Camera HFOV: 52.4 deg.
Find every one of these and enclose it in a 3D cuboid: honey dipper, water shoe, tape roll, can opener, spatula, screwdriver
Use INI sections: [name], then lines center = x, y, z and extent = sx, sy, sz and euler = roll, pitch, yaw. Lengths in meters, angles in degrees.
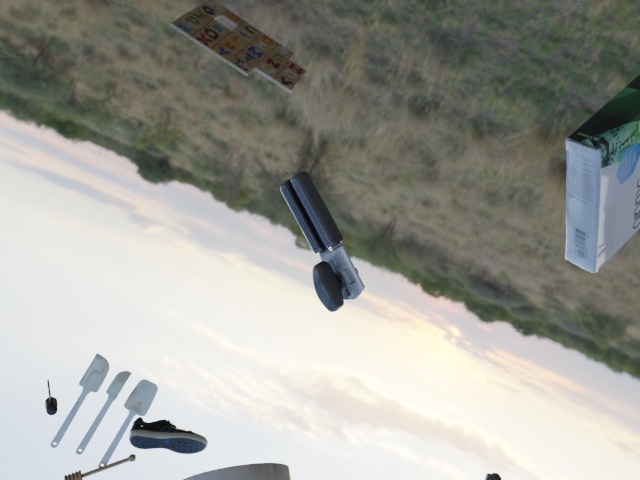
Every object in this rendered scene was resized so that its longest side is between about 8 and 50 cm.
[honey dipper]
center = -0.507, 0.527, 1.501
extent = 0.160, 0.031, 0.030
euler = -18, -167, -14
[water shoe]
center = -0.392, 0.500, 1.695
extent = 0.203, 0.073, 0.080
euler = 11, -145, -14
[tape roll]
center = -0.167, 0.561, 1.301
extent = 0.246, 0.246, 0.169
euler = 22, -134, -45
[can opener]
center = 0.000, 0.000, 1.285
extent = 0.074, 0.280, 0.093
euler = -26, 177, 43
[spatula]
center = -0.501, 0.403, 1.499
extent = 0.168, 0.242, 0.019
euler = 30, 180, -11
[screwdriver]
center = -0.523, 0.302, 1.259
extent = 0.170, 0.024, 0.025
euler = 11, 127, 66

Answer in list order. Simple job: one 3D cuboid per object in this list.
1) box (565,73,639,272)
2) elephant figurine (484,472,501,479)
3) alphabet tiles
[box]
center = 0.470, -0.133, 0.930
extent = 0.058, 0.322, 0.232
euler = 33, 154, 41
[elephant figurine]
center = 0.138, 0.442, 0.915
extent = 0.239, 0.170, 0.186
euler = -11, 173, 21
[alphabet tiles]
center = -0.140, -0.364, 1.219
extent = 0.237, 0.009, 0.198
euler = 32, -146, -7
